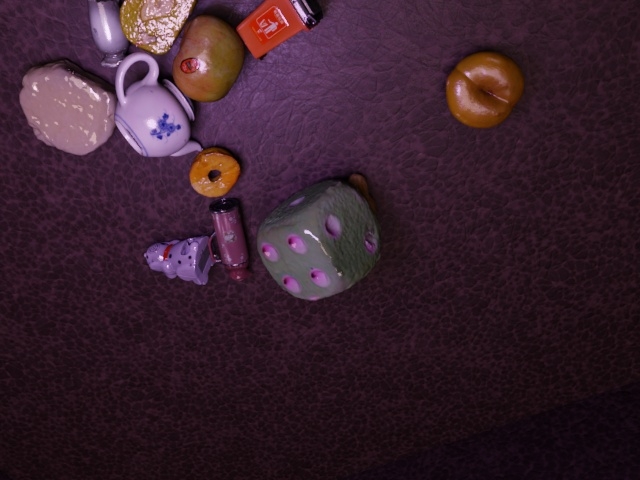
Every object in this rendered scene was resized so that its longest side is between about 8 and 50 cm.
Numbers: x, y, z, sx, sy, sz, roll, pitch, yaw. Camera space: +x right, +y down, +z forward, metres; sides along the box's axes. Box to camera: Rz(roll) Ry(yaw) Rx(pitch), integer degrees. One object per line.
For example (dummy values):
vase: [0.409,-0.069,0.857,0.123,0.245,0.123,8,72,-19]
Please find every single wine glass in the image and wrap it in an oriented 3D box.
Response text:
wine glass: [-0.657,-0.650,1.747,0.111,0.111,0.205,-1,122,0]

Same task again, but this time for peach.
peach: [0.528,-0.490,1.819,0.251,0.153,0.251,-3,119,-6]

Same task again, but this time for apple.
apple: [-0.344,-0.558,1.726,0.193,0.261,0.261,22,118,-23]

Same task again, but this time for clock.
clock: [-0.550,0.072,2.139,0.253,0.189,0.189,-1,121,16]

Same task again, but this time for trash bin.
trash bin: [-0.123,-0.676,1.711,0.238,0.184,0.161,-26,110,29]

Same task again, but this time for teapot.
teapot: [-0.513,-0.417,1.823,0.280,0.252,0.424,-42,140,-16]

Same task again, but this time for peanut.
peanut: [0.148,-0.137,2.047,0.095,0.108,0.226,3,121,44]

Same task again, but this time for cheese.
cheese: [-0.824,-0.443,1.867,0.326,0.115,0.318,-18,118,8]

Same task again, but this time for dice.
dice: [0.000,0.000,1.946,0.322,0.318,0.330,-17,113,44]

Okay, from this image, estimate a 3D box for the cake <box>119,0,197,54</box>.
cake: [-0.489,-0.706,1.698,0.179,0.156,0.261,29,114,-22]

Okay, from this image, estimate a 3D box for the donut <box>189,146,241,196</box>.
donut: [-0.375,-0.248,1.985,0.174,0.075,0.190,6,129,-22]

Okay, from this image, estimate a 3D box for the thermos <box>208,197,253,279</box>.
thermos: [-0.345,0.016,2.118,0.136,0.109,0.331,-25,124,-27]
